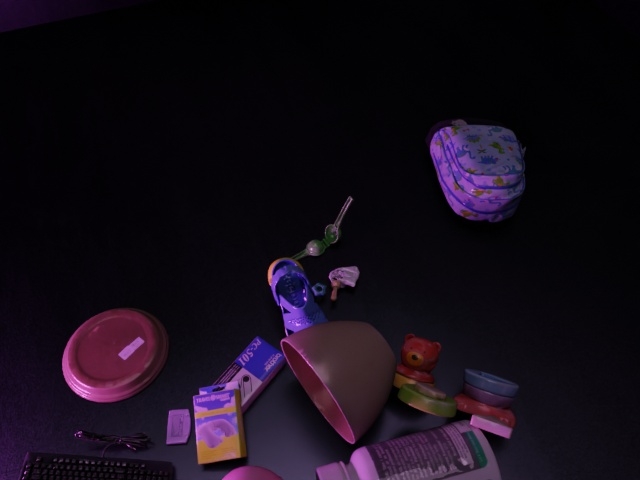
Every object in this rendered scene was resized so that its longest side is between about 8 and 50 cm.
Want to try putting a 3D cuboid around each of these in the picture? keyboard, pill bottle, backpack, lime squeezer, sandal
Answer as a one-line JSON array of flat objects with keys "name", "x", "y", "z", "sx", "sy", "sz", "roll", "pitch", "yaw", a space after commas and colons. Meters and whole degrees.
[{"name": "keyboard", "x": -0.495, "y": 0.505, "z": 1.345, "sx": 0.317, "sy": 0.033, "sz": 0.201, "roll": 10, "pitch": 31, "yaw": -15}, {"name": "pill bottle", "x": 0.183, "y": 0.526, "z": 1.276, "sx": 0.361, "sy": 0.204, "sz": 0.204, "roll": -12, "pitch": 53, "yaw": -9}, {"name": "backpack", "x": 0.499, "y": -0.223, "z": 1.860, "sx": 0.290, "sy": 0.273, "sz": 0.355, "roll": 4, "pitch": 64, "yaw": -5}, {"name": "lime squeezer", "x": 0.000, "y": 0.000, "z": 1.765, "sx": 0.310, "sy": 0.110, "sz": 0.058, "roll": -41, "pitch": 76, "yaw": 7}, {"name": "sandal", "x": -0.051, "y": 0.184, "z": 1.548, "sx": 0.126, "sy": 0.138, "sz": 0.317, "roll": -27, "pitch": 80, "yaw": -8}]

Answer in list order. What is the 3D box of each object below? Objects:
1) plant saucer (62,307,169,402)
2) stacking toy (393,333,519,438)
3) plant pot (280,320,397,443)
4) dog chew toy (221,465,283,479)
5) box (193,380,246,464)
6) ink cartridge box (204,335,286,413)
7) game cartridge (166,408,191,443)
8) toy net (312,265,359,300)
[{"name": "plant saucer", "x": -0.542, "y": 0.289, "z": 1.575, "sx": 0.278, "sy": 0.041, "sz": 0.277, "roll": 0, "pitch": 51, "yaw": 0}, {"name": "stacking toy", "x": 0.317, "y": 0.325, "z": 1.380, "sx": 0.309, "sy": 0.279, "sz": 0.130, "roll": 16, "pitch": 89, "yaw": 8}, {"name": "plant pot", "x": 0.066, "y": 0.299, "z": 1.396, "sx": 0.191, "sy": 0.284, "sz": 0.284, "roll": -32, "pitch": 58, "yaw": -17}, {"name": "dog chew toy", "x": -0.091, "y": 0.623, "z": 1.215, "sx": 0.332, "sy": 0.206, "sz": 0.207, "roll": 38, "pitch": 61, "yaw": 17}, {"name": "box", "x": -0.240, "y": 0.430, "z": 1.416, "sx": 0.109, "sy": 0.042, "sz": 0.178, "roll": -13, "pitch": 69, "yaw": 9}, {"name": "ink cartridge box", "x": -0.188, "y": 0.350, "z": 1.518, "sx": 0.097, "sy": 0.046, "sz": 0.207, "roll": 30, "pitch": 58, "yaw": 21}, {"name": "game cartridge", "x": -0.345, "y": 0.455, "z": 1.457, "sx": 0.056, "sy": 0.017, "sz": 0.083, "roll": -5, "pitch": 52, "yaw": 1}, {"name": "toy net", "x": 0.007, "y": 0.138, "z": 1.688, "sx": 0.232, "sy": 0.045, "sz": 0.122, "roll": -33, "pitch": 57, "yaw": -25}]
